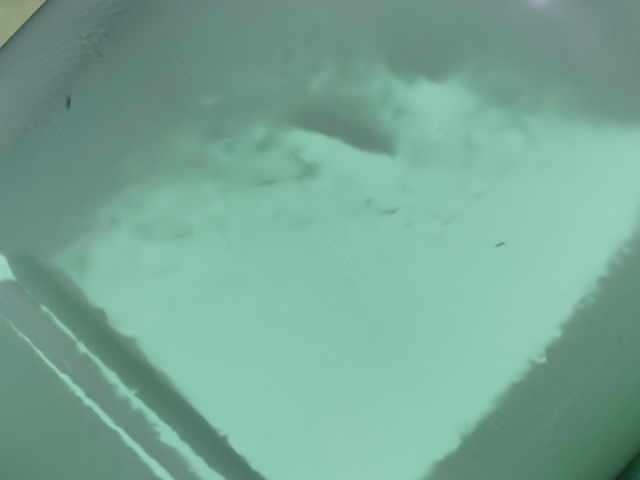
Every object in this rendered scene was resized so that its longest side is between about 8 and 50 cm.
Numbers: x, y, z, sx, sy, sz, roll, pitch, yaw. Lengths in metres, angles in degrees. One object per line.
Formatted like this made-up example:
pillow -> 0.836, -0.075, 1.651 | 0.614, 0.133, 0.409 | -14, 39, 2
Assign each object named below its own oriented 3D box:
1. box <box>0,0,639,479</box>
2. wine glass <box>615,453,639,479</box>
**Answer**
box -> 0.000, 0.000, 0.671 | 0.288, 0.141, 0.349 | 43, 88, 7
wine glass -> 0.126, 0.116, 0.692 | 0.066, 0.066, 0.198 | 35, 67, 0
